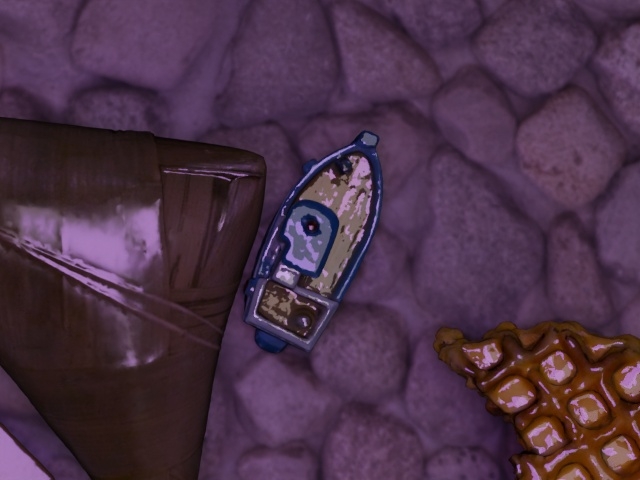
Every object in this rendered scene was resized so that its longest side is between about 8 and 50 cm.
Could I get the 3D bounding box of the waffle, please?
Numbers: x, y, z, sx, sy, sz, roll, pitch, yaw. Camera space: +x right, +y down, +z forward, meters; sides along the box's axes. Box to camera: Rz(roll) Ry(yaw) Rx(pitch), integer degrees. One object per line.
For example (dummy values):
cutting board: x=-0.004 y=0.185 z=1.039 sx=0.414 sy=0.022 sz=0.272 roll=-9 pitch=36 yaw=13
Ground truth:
waffle: x=0.200 y=0.232 z=1.354 sx=0.261 sy=0.151 sz=0.324 roll=12 pitch=85 yaw=16

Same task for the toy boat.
toy boat: x=0.000 y=0.000 z=1.396 sx=0.088 sy=0.102 sz=0.215 roll=26 pitch=82 yaw=-6

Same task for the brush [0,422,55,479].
brush: x=-0.335 y=0.241 z=1.354 sx=0.197 sy=0.059 sz=0.123 roll=-44 pitch=88 yaw=-9

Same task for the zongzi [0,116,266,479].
zongzi: x=-0.289 y=0.067 z=1.321 sx=0.447 sy=0.181 sz=0.418 roll=8 pitch=84 yaw=-3
